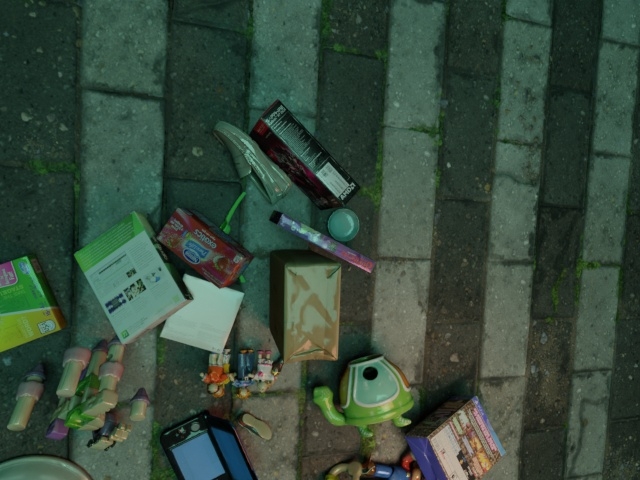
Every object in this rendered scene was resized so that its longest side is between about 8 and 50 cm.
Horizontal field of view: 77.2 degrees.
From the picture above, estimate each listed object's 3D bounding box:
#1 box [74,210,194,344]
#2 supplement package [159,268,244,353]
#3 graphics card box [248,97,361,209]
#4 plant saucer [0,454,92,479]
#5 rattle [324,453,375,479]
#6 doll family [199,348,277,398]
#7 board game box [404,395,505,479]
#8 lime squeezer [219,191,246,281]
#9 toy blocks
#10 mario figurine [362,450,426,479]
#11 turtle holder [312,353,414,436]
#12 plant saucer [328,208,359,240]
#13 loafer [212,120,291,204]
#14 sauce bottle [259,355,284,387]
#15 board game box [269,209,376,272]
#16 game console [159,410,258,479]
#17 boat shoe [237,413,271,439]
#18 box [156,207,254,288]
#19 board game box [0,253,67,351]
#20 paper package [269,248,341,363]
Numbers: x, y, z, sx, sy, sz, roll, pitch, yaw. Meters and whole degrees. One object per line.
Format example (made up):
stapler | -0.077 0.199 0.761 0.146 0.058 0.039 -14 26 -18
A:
box | -0.555 0.107 1.188 0.232 0.058 0.321 -34 80 3
supplement package | -0.374 0.221 1.282 0.194 0.149 0.202 22 87 -16
graphics card box | -0.060 -0.260 1.302 0.371 0.233 0.094 44 77 -15
plant saucer | -0.892 0.860 1.199 0.401 0.100 0.399 -1 94 -16
rattle | 0.126 0.899 1.487 0.200 0.130 0.142 -25 97 -19
doll family | -0.284 0.451 1.354 0.263 0.118 0.163 9 78 -26
board game box | 0.504 0.761 1.500 0.291 0.141 0.231 -20 80 -32
lime squeezer | -0.302 -0.011 1.339 0.110 0.059 0.309 0 92 -16
toy blocks | -0.673 0.419 1.197 0.289 0.260 0.309 -34 130 17
mario figurine | 0.328 0.904 1.513 0.321 0.170 0.197 6 108 -12
turtle holder | 0.161 0.543 1.439 0.321 0.243 0.227 -19 82 25
plant saucer | 0.082 -0.057 1.464 0.120 0.021 0.119 -1 94 -15
loafer | -0.234 -0.252 1.315 0.319 0.112 0.111 43 73 -15
sauce bottle | -0.164 0.463 1.414 0.042 0.042 0.128 38 85 -15
board game box | 0.000 0.000 1.348 0.347 0.208 0.056 28 85 -15
game console | -0.357 0.734 1.307 0.251 0.173 0.292 -22 99 -14
boat shoe | -0.231 0.656 1.408 0.137 0.049 0.043 42 124 -17
box | -0.351 0.022 1.241 0.257 0.128 0.122 37 95 5
board game box | -0.955 0.207 1.159 0.317 0.064 0.242 -22 99 -14
paper package | -0.062 0.194 1.283 0.168 0.325 0.308 0 94 -16
